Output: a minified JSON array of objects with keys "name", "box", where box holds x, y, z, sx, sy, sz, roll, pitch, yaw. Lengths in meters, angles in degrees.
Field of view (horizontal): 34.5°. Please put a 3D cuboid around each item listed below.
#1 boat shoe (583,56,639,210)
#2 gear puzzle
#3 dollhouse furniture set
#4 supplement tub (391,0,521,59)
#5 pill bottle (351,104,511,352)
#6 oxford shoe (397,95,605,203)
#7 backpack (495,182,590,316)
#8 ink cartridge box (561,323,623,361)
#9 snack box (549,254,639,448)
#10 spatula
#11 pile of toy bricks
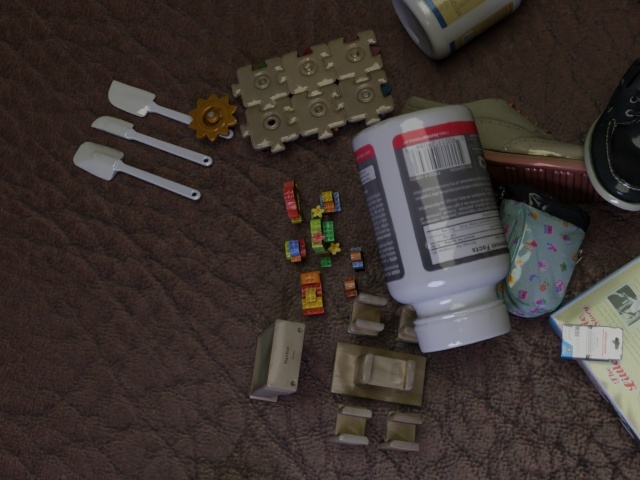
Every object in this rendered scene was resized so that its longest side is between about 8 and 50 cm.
[{"name":"boat shoe","box":[0.473,-0.181,1.468,0.127,0.113,0.340,31,48,7]},{"name":"gear puzzle","box":[-0.052,-0.223,1.686,0.339,0.044,0.175,-16,67,5]},{"name":"dollhouse furniture set","box":[0.031,0.193,1.529,0.242,0.161,0.212,11,75,-11]},{"name":"supplement tub","box":[0.228,-0.396,1.634,0.200,0.144,0.144,-34,72,-2]},{"name":"pill bottle","box":[0.163,-0.014,1.428,0.176,0.176,0.318,-14,86,5]},{"name":"oxford shoe","box":[0.299,-0.150,1.559,0.397,0.140,0.146,9,70,10]},{"name":"backpack","box":[0.306,0.021,1.507,0.152,0.115,0.182,22,86,-10]},{"name":"ink cartridge box","box":[0.383,0.145,1.454,0.083,0.028,0.048,3,77,14]},{"name":"snack box","box":[0.496,0.190,1.466,0.187,0.060,0.322,-33,72,1]},{"name":"spatula","box":[-0.280,-0.160,1.722,0.242,0.019,0.168,21,73,14]},{"name":"pile of toy bricks","box":[0.000,0.000,1.580,0.118,0.105,0.212,-9,73,7]}]
